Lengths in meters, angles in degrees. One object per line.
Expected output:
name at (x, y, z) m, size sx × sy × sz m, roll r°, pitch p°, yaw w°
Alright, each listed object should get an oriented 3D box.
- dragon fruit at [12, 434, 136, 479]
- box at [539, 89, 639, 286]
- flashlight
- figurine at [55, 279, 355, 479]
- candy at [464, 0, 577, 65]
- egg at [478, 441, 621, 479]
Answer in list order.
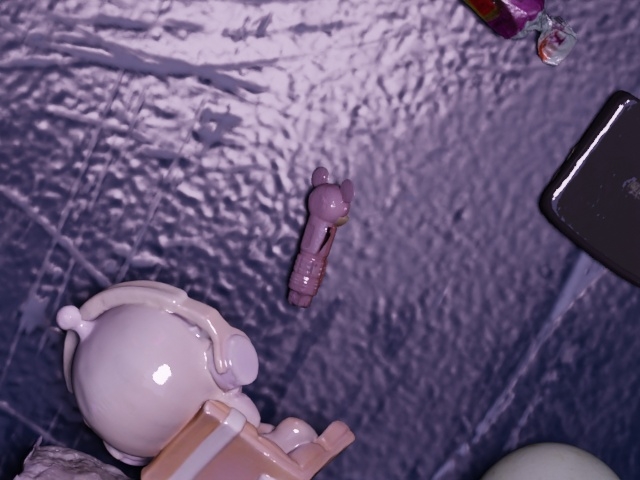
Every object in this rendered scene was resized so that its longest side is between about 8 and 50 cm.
dragon fruit at (-0.193, 0.318, 1.463) m, size 0.204 × 0.221 × 0.283 m, roll 28°, pitch 90°, yaw -3°
box at (0.253, -0.039, 1.573) m, size 0.126 × 0.027 × 0.125 m, roll 36°, pitch 94°, yaw -10°
flashlight at (0.000, 0.000, 1.543) m, size 0.031 × 0.052 × 0.110 m, roll 7°, pitch 104°, yaw -43°
figurine at (-0.099, 0.120, 1.498) m, size 0.237 × 0.141 × 0.162 m, roll 39°, pitch 124°, yaw -1°
candy at (0.131, -0.200, 1.532) m, size 0.175 × 0.045 × 0.043 m, roll 43°, pitch 56°, yaw -8°
egg at (0.178, 0.252, 1.531) m, size 0.149 × 0.149 × 0.192 m, roll -1°, pitch 105°, yaw -7°
